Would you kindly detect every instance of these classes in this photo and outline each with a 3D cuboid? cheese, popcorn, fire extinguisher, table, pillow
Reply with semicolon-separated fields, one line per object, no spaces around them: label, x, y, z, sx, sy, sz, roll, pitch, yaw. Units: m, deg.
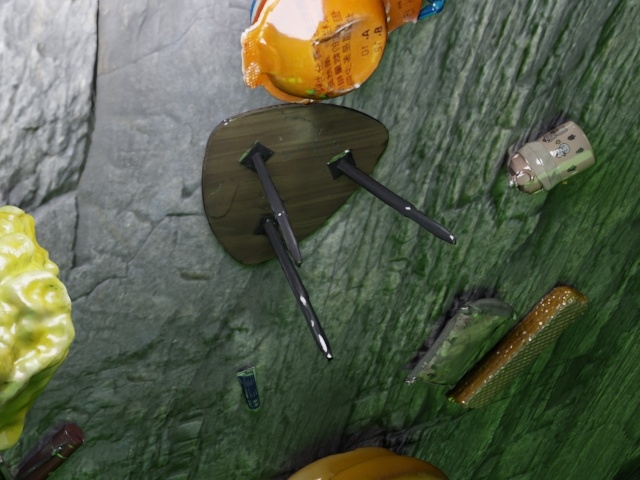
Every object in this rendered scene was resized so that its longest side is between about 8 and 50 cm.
cheese;0.037;-0.283;1.253;0.329;0.129;0.216;-31;142;-25
popcorn;-0.447;0.115;1.184;0.312;0.312;0.312;-21;141;-18
fire extinguisher;-0.464;0.372;1.659;0.157;0.045;0.078;-43;166;13
table;0.000;0.000;1.431;0.317;0.249;0.317;-21;141;-18
pillow;0.283;0.207;2.038;0.169;0.059;0.255;6;130;-40

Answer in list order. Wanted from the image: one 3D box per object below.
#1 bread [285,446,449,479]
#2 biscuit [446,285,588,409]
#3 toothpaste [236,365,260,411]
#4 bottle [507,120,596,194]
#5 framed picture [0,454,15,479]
bread;0.098;0.620;2.183;0.424;0.245;0.328;-2;95;-38
biscuit;0.432;0.244;2.193;0.378;0.054;0.094;-48;141;18
toothpaste;-0.128;0.277;1.834;0.037;0.021;0.140;-23;140;-14
bottle;0.388;-0.134;1.717;0.152;0.099;0.099;-31;144;6
framed picture;-0.608;0.486;1.706;0.213;0.016;0.289;-22;142;-15
